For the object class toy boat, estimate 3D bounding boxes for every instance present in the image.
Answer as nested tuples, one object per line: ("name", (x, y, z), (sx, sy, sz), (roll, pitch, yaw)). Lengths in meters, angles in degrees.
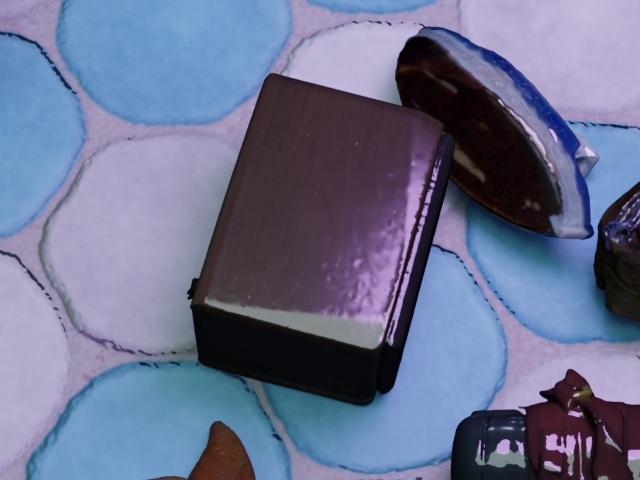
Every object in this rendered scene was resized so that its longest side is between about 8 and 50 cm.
("toy boat", (0.168, -0.102, 1.694), (0.262, 0.114, 0.115), (46, 37, 15))

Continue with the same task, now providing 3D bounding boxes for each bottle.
("bottle", (0.245, 0.188, 1.546), (0.271, 0.143, 0.156), (4, 67, 2))

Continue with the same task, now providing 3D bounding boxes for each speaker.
("speaker", (0.000, 0.000, 1.614), (0.192, 0.153, 0.231), (15, 67, 6))

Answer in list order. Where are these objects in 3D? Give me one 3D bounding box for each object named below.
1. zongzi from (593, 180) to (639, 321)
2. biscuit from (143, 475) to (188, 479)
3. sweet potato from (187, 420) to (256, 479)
("zongzi", (0.390, -0.062, 1.676), (0.286, 0.138, 0.300), (0, 53, 7))
("biscuit", (-0.265, 0.259, 1.414), (0.355, 0.275, 0.052), (-22, 95, -41))
("sweet potato", (-0.127, 0.300, 1.510), (0.106, 0.095, 0.355), (1, 54, 44))
